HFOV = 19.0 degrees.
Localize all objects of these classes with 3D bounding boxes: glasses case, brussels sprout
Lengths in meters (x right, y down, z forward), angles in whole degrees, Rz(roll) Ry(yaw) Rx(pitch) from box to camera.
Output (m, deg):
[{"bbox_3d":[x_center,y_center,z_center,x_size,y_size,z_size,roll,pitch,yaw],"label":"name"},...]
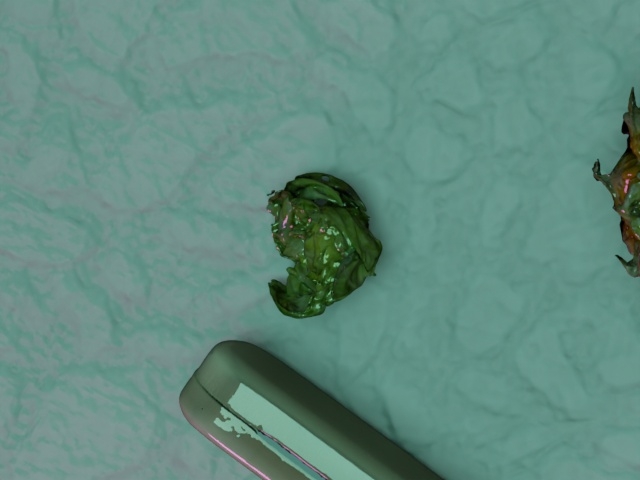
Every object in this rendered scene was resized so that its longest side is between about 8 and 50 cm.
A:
[{"bbox_3d":[0.011,0.128,1.075,0.196,0.083,0.050,36,102,8],"label":"glasses case"},{"bbox_3d":[0.000,0.000,1.082,0.085,0.058,0.085,14,111,42],"label":"brussels sprout"}]

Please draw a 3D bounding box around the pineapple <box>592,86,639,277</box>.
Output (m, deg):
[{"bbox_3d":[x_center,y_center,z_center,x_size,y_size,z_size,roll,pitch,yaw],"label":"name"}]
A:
[{"bbox_3d":[0.252,-0.018,0.986,0.221,0.047,0.221,0,94,3],"label":"pineapple"}]
